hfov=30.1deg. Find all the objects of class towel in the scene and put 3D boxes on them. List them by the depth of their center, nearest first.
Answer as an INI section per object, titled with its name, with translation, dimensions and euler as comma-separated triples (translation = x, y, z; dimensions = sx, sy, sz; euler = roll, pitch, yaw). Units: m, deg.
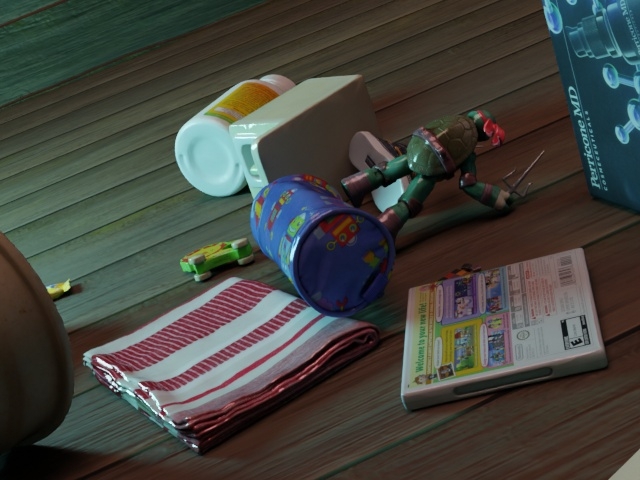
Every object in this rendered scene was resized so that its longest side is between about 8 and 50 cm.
[towel]
translation = -0.113, 0.121, 1.345
dimensions = 0.237, 0.037, 0.329
euler = -29, 22, -24

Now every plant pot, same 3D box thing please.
[plant pot]
translation = -0.467, 0.153, 1.163
dimensions = 0.333, 0.334, 0.305
euler = -5, 26, 34

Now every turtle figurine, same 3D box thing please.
[turtle figurine]
translation = 0.149, -0.096, 1.492
dimensions = 0.234, 0.118, 0.175
euler = -33, 43, -3

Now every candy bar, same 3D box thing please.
[candy bar]
translation = -0.436, 0.095, 1.717
dimensions = 0.161, 0.018, 0.040
euler = -23, 21, -10

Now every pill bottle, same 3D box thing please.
[pill bottle]
translation = -0.122, -0.183, 1.956
dimensions = 0.136, 0.136, 0.246
euler = -6, 24, 31

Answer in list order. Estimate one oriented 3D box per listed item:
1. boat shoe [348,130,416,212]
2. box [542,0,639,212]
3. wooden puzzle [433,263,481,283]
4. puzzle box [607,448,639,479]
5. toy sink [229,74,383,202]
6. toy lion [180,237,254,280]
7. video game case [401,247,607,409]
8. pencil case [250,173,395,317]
[boat shoe]
translation = 0.109, -0.091, 1.632
dimensions = 0.083, 0.065, 0.183
euler = 8, 31, -27
[box]
translation = 0.439, -0.177, 1.229
dimensions = 0.211, 0.294, 0.395
euler = -25, 21, -15
[wooden puzzle]
translation = 0.150, 0.049, 1.327
dimensions = 0.083, 0.006, 0.049
euler = -30, 23, -23
[puzzle box]
translation = 0.381, 0.182, 0.734
dimensions = 0.272, 0.052, 0.408
euler = -33, 25, -31
[toy sink]
translation = -0.034, -0.121, 1.708
dimensions = 0.131, 0.153, 0.234
euler = 3, 32, 46
[toy lion]
translation = -0.144, 0.020, 1.631
dimensions = 0.100, 0.034, 0.096
euler = -20, 13, -2
[video game case]
translation = 0.179, 0.084, 1.187
dimensions = 0.193, 0.023, 0.212
euler = -14, 24, 13
[pencil case]
translation = 0.000, 0.000, 1.392
dimensions = 0.119, 0.133, 0.306
euler = -55, 15, 3
